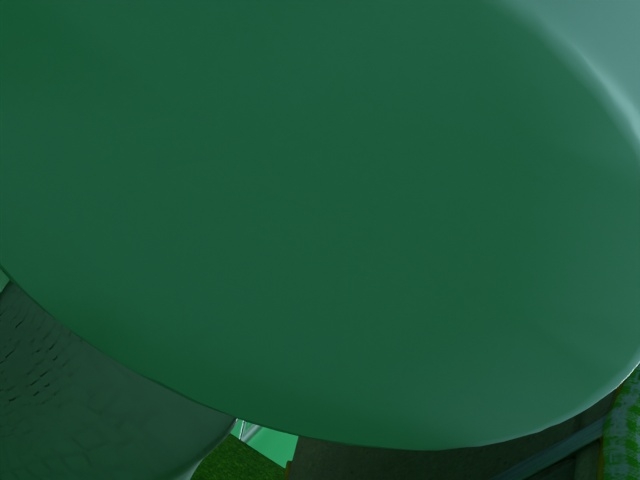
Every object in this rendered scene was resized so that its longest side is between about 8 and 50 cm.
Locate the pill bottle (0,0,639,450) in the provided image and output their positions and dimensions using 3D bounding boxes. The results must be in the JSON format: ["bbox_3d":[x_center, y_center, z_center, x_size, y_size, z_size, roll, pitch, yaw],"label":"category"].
[{"bbox_3d":[0.042,-0.140,0.512,0.210,0.210,0.363,94,15,-51],"label":"pill bottle"}]

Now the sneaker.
[{"bbox_3d":[-0.082,0.080,0.585,0.212,0.080,0.094,-64,180,-15],"label":"sneaker"}]

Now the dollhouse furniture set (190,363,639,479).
[{"bbox_3d":[0.032,0.137,0.578,0.301,0.151,0.197,-35,-153,38],"label":"dollhouse furniture set"}]
